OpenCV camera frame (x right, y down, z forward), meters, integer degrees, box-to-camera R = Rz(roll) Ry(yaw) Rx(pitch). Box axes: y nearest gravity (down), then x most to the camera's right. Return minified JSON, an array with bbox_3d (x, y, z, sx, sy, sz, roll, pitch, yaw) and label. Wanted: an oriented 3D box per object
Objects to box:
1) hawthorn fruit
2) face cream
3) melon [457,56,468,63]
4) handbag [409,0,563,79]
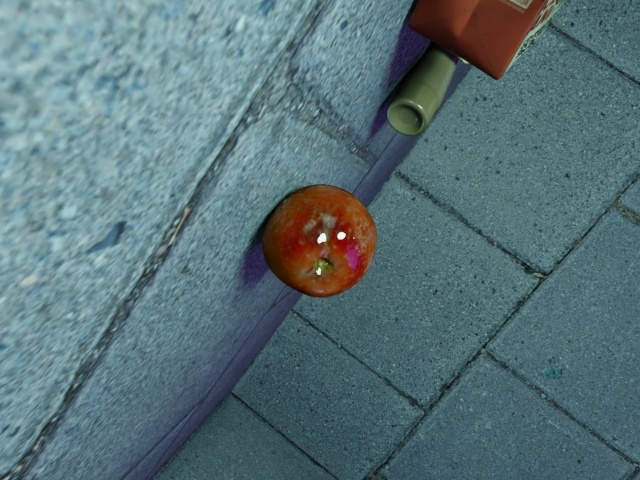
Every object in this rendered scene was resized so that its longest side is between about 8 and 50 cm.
[{"bbox_3d":[0.000,0.000,0.623,0.173,0.173,0.173,-52,174,-7],"label":"hawthorn fruit"},{"bbox_3d":[0.233,-0.348,0.861,0.341,0.084,0.137,-59,176,-27],"label":"face cream"},{"bbox_3d":[0.274,-0.397,0.783,0.128,0.079,0.160,-48,146,6],"label":"melon"},{"bbox_3d":[0.240,-0.353,0.470,0.171,0.151,0.298,-45,168,-30],"label":"handbag"}]
